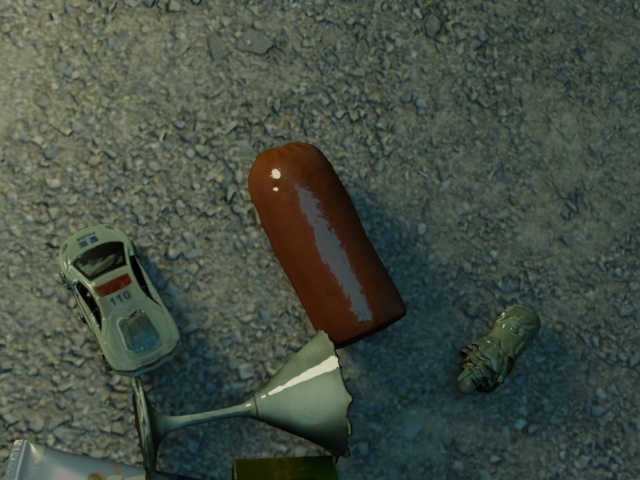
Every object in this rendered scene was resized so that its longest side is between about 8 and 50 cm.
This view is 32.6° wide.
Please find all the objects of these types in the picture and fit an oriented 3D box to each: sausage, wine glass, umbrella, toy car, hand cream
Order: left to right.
[{"bbox_3d":[-0.231,0.287,1.239,0.256,0.055,0.088,9,70,-1],"label":"hand cream"},{"bbox_3d":[-0.236,0.065,1.270,0.095,0.056,0.204,-25,67,-14],"label":"toy car"},{"bbox_3d":[-0.092,0.191,1.233,0.232,0.156,0.156,-9,78,-13],"label":"wine glass"},{"bbox_3d":[0.000,0.000,1.321,0.114,0.113,0.259,-26,83,-16],"label":"sausage"},{"bbox_3d":[0.218,0.137,1.352,0.143,0.062,0.067,-42,106,-22],"label":"umbrella"}]

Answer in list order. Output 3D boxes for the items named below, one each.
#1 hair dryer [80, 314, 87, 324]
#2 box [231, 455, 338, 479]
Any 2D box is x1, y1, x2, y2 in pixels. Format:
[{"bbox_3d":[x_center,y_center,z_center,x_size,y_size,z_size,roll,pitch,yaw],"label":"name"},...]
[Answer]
[{"bbox_3d":[-0.244,0.106,1.294,0.083,0.026,0.047,26,71,4],"label":"hair dryer"},{"bbox_3d":[-0.032,0.330,1.223,0.121,0.030,0.193,0,44,-10],"label":"box"}]
